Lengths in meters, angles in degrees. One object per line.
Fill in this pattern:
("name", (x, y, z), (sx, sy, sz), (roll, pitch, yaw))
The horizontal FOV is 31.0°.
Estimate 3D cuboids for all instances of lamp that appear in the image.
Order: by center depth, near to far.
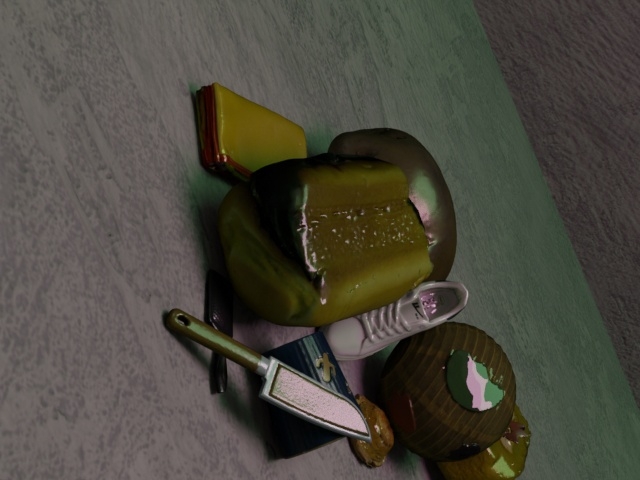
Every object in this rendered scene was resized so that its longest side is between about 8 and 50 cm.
("lamp", (0.240, 0.275, 2.008), (0.284, 0.250, 0.250), (32, 35, -9))

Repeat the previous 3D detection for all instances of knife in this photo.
("knife", (-0.066, 0.191, 1.565), (0.343, 0.027, 0.061), (30, 56, -20))

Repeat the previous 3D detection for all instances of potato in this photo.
("potato", (0.128, -0.046, 2.049), (0.243, 0.220, 0.327), (128, -50, -78))

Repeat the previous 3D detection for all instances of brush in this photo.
("brush", (-0.138, 0.130, 1.614), (0.063, 0.016, 0.193), (42, 36, -46))

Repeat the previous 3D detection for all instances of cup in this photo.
("cup", (-0.012, 0.220, 1.692), (0.155, 0.131, 0.176), (68, 20, 4))

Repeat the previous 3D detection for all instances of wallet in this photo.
("wallet", (-0.110, -0.146, 1.834), (0.241, 0.067, 0.141), (23, 57, -53))

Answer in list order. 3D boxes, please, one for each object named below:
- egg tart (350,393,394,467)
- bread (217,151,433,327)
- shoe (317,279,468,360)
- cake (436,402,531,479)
("egg tart", (0.089, 0.314, 1.924), (0.129, 0.049, 0.129), (49, 31, -43))
("bread", (0.000, 0.000, 1.755), (0.376, 0.208, 0.251), (-13, 89, -59))
("shoe", (0.124, 0.122, 1.901), (0.264, 0.110, 0.095), (-19, 84, -23))
("cake", (0.295, 0.370, 2.197), (0.179, 0.156, 0.260), (52, 21, -3))
